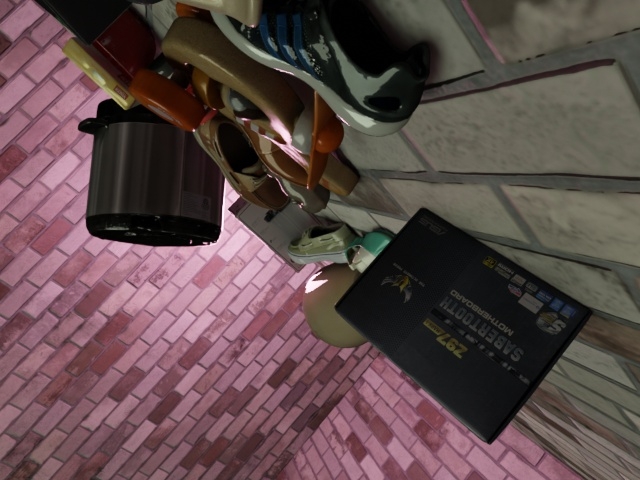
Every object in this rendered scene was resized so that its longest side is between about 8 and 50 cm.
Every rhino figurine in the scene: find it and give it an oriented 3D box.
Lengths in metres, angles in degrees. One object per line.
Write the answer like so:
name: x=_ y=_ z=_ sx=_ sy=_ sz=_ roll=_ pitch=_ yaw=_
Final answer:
rhino figurine: x=-0.069 y=-0.143 z=0.791 sx=0.243 sy=0.073 sz=0.106 roll=46 pitch=176 yaw=-25

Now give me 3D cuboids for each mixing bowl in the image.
mixing bowl: x=-0.411 y=-0.418 z=0.845 sx=0.181 sy=0.098 sz=0.181 roll=42 pitch=175 yaw=4

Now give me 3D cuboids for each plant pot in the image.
plant pot: x=0.104 y=0.150 z=1.096 sx=0.256 sy=0.256 sz=0.274 roll=42 pitch=158 yaw=1

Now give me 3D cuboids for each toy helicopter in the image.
toy helicopter: x=-0.035 y=-0.143 z=0.525 sx=0.235 sy=0.140 sz=0.355 roll=26 pitch=176 yaw=36

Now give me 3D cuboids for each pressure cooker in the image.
pressure cooker: x=-0.450 y=-0.201 z=1.184 sx=0.376 sy=0.420 sz=0.370 roll=1 pitch=173 yaw=-2

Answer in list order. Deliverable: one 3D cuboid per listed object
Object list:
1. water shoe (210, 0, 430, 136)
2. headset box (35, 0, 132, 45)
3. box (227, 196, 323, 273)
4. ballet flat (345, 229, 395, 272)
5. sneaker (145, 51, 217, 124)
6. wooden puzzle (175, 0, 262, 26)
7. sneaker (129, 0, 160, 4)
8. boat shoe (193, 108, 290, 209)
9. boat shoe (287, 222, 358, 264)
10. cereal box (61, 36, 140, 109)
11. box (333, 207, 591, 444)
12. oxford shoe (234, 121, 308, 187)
water shoe: x=-0.002 y=-0.169 z=0.322 sx=0.203 sy=0.073 sz=0.080 roll=37 pitch=151 yaw=6
headset box: x=-0.429 y=-0.455 z=0.572 sx=0.283 sy=0.131 sz=0.246 roll=40 pitch=174 yaw=4
box: x=-0.117 y=-0.054 z=1.254 sx=0.290 sy=0.169 sz=0.087 roll=44 pitch=176 yaw=-34
ballet flat: x=0.104 y=0.034 z=0.873 sx=0.083 sy=0.087 sz=0.247 roll=42 pitch=173 yaw=-4
sneaker: x=-0.247 y=-0.293 z=0.781 sx=0.145 sy=0.090 sz=0.270 roll=44 pitch=176 yaw=-31
wooden puzzle: x=-0.137 y=-0.216 z=0.183 sx=0.239 sy=0.044 sz=0.221 roll=15 pitch=156 yaw=-5
sneaker: x=-0.142 y=-0.260 z=0.316 sx=0.121 sy=0.111 sz=0.300 roll=39 pitch=176 yaw=-12
boat shoe: x=-0.174 y=-0.176 z=0.991 sx=0.116 sy=0.123 sz=0.324 roll=32 pitch=170 yaw=47
boat shoe: x=0.000 y=0.000 z=1.120 sx=0.302 sy=0.109 sz=0.094 roll=-5 pitch=119 yaw=53
cereal box: x=-0.481 y=-0.421 z=1.008 sx=0.173 sy=0.047 sz=0.240 roll=44 pitch=-158 yaw=-19
box: x=0.161 y=0.092 z=0.505 sx=0.233 sy=0.183 sz=0.059 roll=39 pitch=173 yaw=30
oxford shoe: x=-0.071 y=-0.166 z=0.660 sx=0.212 sy=0.076 sz=0.076 roll=45 pitch=166 yaw=-18
